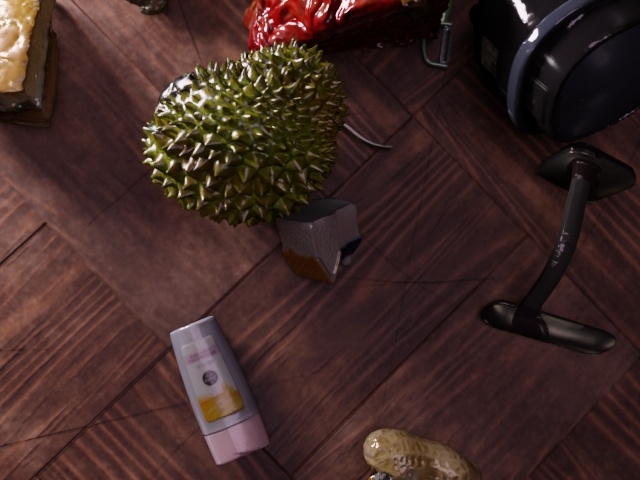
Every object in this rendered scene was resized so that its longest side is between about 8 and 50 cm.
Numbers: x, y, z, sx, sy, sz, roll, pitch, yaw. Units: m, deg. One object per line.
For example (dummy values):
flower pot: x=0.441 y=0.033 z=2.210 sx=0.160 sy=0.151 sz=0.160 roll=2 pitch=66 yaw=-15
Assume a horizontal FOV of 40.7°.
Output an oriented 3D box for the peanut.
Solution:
peanut: x=0.142 y=0.319 z=1.215 sx=0.174 sy=0.080 sz=0.080 roll=18 pitch=83 yaw=-4

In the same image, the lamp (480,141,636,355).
lamp: x=0.382 y=0.023 z=1.249 sx=0.203 sy=0.124 sz=0.283 roll=22 pitch=86 yaw=-14

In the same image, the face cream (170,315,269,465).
face cream: x=-0.144 y=0.208 z=1.204 sx=0.084 sy=0.057 sz=0.198 roll=-23 pitch=87 yaw=-7

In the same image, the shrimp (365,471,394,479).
shrimp: x=0.123 y=0.355 z=1.173 sx=0.161 sy=0.166 sz=0.049 roll=-1 pitch=49 yaw=12

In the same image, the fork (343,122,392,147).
fork: x=0.010 y=-0.190 z=1.269 sx=0.219 sy=0.034 sz=0.028 roll=27 pitch=91 yaw=-3

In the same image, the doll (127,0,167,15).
doll: x=-0.192 y=-0.452 z=1.253 sx=0.286 sy=0.091 sz=0.203 roll=-22 pitch=99 yaw=-18

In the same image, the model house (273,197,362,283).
model house: x=0.000 y=0.000 z=1.233 sx=0.100 sy=0.087 sz=0.100 roll=-27 pitch=114 yaw=-38

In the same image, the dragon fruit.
dragon fruit: x=0.045 y=-0.336 z=1.225 sx=0.330 sy=0.302 sz=0.240 roll=-28 pitch=117 yaw=10

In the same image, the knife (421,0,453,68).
knife: x=0.180 y=-0.367 z=1.313 sx=0.054 sy=0.015 sz=0.212 roll=7 pitch=85 yaw=3

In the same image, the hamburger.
hamburger: x=-0.436 y=-0.269 z=1.180 sx=0.155 sy=0.135 sz=0.208 roll=9 pitch=82 yaw=-7

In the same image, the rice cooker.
rice cooker: x=0.343 y=-0.285 z=1.194 sx=0.267 sy=0.267 sz=0.224 roll=-27 pitch=60 yaw=-8

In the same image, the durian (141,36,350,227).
durian: x=-0.089 y=-0.134 z=1.138 sx=0.291 sy=0.291 sz=0.225 roll=-27 pitch=98 yaw=-8
